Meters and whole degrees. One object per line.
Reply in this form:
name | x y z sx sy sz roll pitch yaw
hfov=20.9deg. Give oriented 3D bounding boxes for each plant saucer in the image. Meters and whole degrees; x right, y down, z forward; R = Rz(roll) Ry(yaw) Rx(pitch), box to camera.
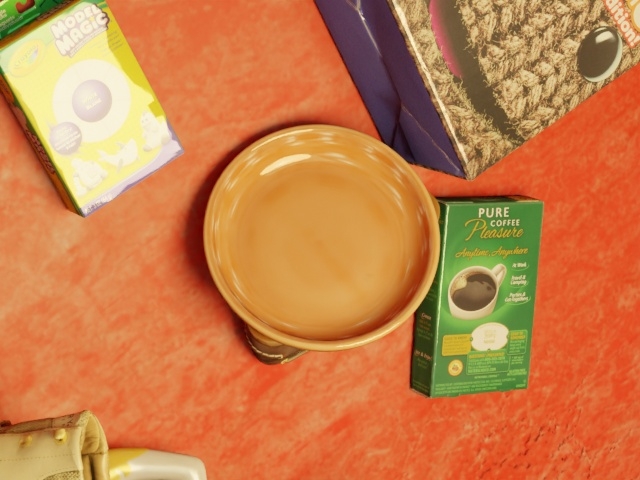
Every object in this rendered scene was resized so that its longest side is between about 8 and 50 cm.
plant saucer | 0.000 0.000 1.465 0.200 0.037 0.200 2 72 -7

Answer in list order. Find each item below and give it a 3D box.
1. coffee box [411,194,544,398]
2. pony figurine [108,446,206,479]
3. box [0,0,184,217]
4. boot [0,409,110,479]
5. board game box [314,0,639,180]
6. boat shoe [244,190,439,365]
coffee box | 0.145 0.050 1.600 0.113 0.040 0.184 -3 103 -28
pony figurine | -0.094 0.338 1.428 0.364 0.303 0.351 15 84 -15
box | -0.193 -0.121 1.380 0.105 0.043 0.179 -36 113 -18
boot | -0.269 0.141 1.297 0.204 0.095 0.262 -15 92 11
board game box | 0.158 -0.230 1.490 0.291 0.141 0.232 -36 115 -17
boat shoe | 0.018 0.031 1.518 0.207 0.073 0.073 -35 155 -14
